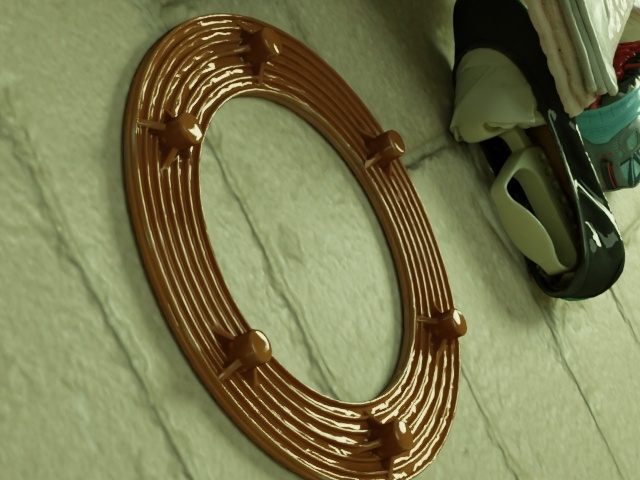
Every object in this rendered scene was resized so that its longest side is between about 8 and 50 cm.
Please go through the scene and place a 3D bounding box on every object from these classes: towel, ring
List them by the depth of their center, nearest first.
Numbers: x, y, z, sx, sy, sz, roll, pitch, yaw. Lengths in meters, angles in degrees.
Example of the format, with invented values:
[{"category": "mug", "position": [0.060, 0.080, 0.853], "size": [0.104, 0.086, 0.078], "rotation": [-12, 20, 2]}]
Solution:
[{"category": "ring", "position": [0.000, 0.000, 1.017], "size": [0.336, 0.032, 0.336], "rotation": [36, 41, -39]}, {"category": "towel", "position": [0.191, -0.310, 1.271], "size": [0.332, 0.053, 0.317], "rotation": [66, 25, -24]}]

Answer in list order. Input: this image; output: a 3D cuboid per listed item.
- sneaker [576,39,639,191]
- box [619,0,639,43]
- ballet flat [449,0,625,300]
[{"category": "sneaker", "position": [0.299, -0.120, 1.511], "size": [0.262, 0.104, 0.125], "rotation": [-38, 118, -54]}, {"category": "box", "position": [0.282, -0.263, 1.581], "size": [0.324, 0.067, 0.063], "rotation": [13, 68, -51]}, {"category": "ballet flat", "position": [0.168, -0.078, 1.269], "size": [0.096, 0.095, 0.280], "rotation": [-27, 91, -44]}]
